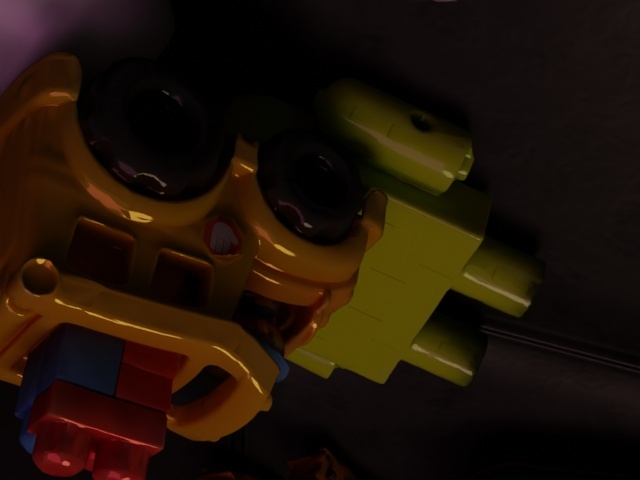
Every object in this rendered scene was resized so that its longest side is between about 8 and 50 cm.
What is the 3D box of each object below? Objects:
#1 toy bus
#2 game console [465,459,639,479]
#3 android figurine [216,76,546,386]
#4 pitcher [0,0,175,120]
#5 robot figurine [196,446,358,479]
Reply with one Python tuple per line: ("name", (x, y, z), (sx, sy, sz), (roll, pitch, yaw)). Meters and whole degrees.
("toy bus", (-0.081, 0.037, 0.591), (0.220, 0.211, 0.149), (20, 143, -28))
("game console", (0.271, 0.338, 0.794), (0.386, 0.060, 0.342), (2, 89, 18))
("android figurine", (0.000, 0.000, 0.736), (0.273, 0.056, 0.248), (24, 135, -1))
("pitcher", (-0.190, -0.169, 0.625), (0.207, 0.125, 0.178), (47, 166, -25))
("robot figurine", (0.017, 0.303, 0.985), (0.211, 0.085, 0.291), (-17, 122, 34))
